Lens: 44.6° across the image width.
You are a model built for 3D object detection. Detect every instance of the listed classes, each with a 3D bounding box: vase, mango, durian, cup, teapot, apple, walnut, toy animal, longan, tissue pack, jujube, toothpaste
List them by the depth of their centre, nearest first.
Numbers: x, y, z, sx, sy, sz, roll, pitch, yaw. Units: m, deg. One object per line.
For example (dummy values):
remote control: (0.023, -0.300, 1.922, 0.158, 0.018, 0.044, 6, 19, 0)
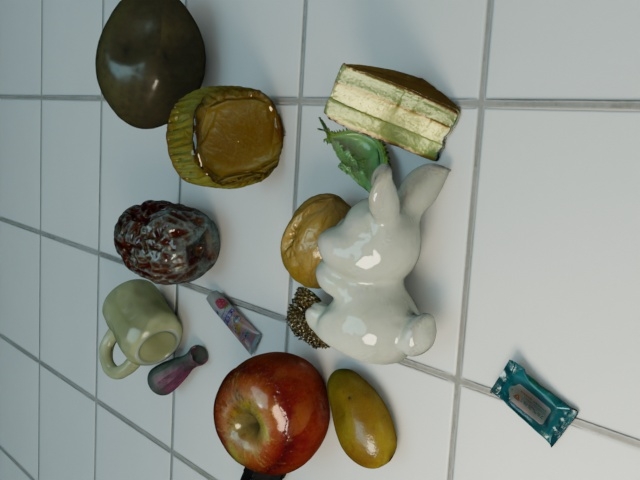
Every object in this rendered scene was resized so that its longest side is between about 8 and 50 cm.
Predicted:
tissue pack: (0.351, 0.265, 1.287, 0.138, 0.028, 0.085, 44, 127, 33)
toy animal: (0.121, 0.036, 1.416, 0.241, 0.196, 0.367, 18, 108, 40)
durian: (0.073, -0.165, 1.521, 0.215, 0.100, 0.086, 55, 129, 30)
mango: (0.076, 0.350, 1.565, 0.227, 0.099, 0.136, 62, 141, 38)
walnut: (0.000, 0.000, 1.582, 0.159, 0.159, 0.206, 48, 132, 36)
durian: (-0.018, 0.175, 1.634, 0.148, 0.091, 0.188, 44, 170, -6)
apple: (-0.096, 0.371, 1.684, 0.252, 0.206, 0.271, 17, 108, 37)
teapot: (-0.145, 0.545, 1.845, 0.177, 0.087, 0.096, -69, 28, 25)
toothpaste: (-0.215, 0.199, 1.935, 0.194, 0.043, 0.067, 43, 120, 32)
longan: (-0.424, -0.454, 1.957, 0.289, 0.289, 0.349, 7, 93, 49)
jujube: (-0.400, 0.003, 2.000, 0.317, 0.226, 0.225, 14, 104, 46)
vase: (-0.382, 0.346, 2.111, 0.214, 0.086, 0.086, -36, 66, 40)
cup: (-0.522, 0.253, 2.145, 0.202, 0.255, 0.173, 48, 170, 38)

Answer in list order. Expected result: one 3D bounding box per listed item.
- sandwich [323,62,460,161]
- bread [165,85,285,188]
sandwich: (0.126, -0.230, 1.398, 0.144, 0.187, 0.117, 51, 129, 42)
bread: (-0.210, -0.228, 1.733, 0.143, 0.254, 0.227, -3, 94, 47)
